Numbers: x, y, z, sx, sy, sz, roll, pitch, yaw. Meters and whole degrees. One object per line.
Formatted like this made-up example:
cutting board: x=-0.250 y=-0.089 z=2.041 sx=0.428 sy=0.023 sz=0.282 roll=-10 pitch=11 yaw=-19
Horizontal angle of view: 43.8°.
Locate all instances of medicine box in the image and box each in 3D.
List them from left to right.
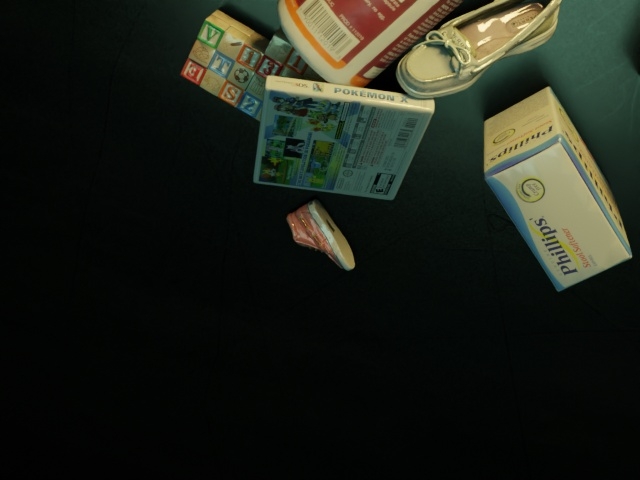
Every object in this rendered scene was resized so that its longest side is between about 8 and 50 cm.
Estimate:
medicine box: x=0.429 y=-0.102 z=1.469 sx=0.149 sy=0.289 sz=0.263 roll=-29 pitch=109 yaw=24

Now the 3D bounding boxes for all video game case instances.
video game case: x=0.030 y=-0.185 z=1.523 sx=0.300 sy=0.036 sz=0.329 roll=7 pitch=154 yaw=-6

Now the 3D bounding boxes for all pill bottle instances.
pill bottle: x=0.131 y=-0.460 z=1.372 sx=0.392 sy=0.224 sz=0.224 roll=-38 pitch=106 yaw=26

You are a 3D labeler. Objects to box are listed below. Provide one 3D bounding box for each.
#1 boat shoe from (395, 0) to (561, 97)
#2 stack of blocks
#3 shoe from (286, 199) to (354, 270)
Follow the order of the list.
boat shoe: x=0.278 y=-0.355 z=1.393 sx=0.321 sy=0.103 sz=0.118 roll=-24 pitch=69 yaw=-8
stack of blocks: x=-0.102 y=-0.332 z=1.564 sx=0.297 sy=0.087 sz=0.171 roll=29 pitch=119 yaw=-5
shoe: x=0.000 y=0.000 z=1.743 sx=0.081 sy=0.063 sz=0.178 roll=-26 pitch=105 yaw=24
